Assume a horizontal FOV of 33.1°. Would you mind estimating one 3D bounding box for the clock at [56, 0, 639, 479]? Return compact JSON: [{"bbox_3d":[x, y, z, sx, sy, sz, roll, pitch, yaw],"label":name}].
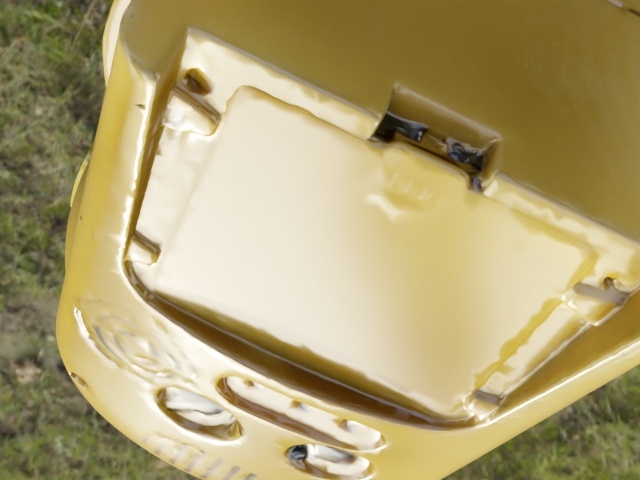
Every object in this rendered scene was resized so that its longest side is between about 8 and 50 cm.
[{"bbox_3d":[0.000,0.000,0.485,0.244,0.200,0.317,28,139,-6],"label":"clock"}]
